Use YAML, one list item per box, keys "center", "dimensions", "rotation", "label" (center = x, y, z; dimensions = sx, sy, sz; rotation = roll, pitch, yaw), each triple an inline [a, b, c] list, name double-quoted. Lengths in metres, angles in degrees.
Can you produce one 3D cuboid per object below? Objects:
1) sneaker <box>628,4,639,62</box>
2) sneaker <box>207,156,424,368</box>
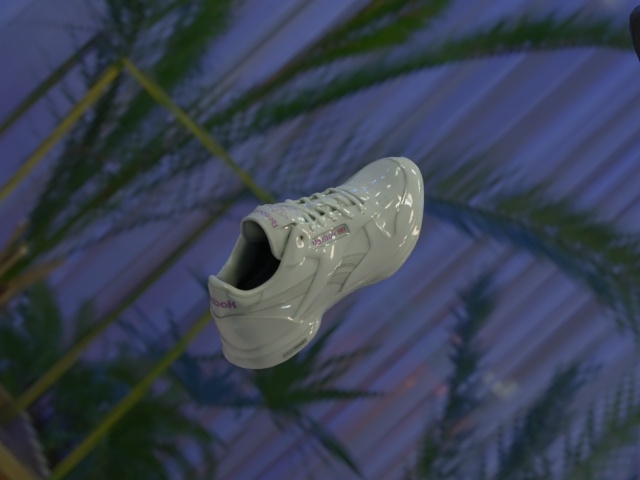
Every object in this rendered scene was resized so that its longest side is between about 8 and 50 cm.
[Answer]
- center: [0.390, -0.107, 1.404]
  dimensions: [0.314, 0.136, 0.116]
  rotation: [40, 19, 6]
  label: "sneaker"
- center: [0.000, 0.000, 1.886]
  dimensions: [0.114, 0.305, 0.152]
  rotation: [24, -31, 39]
  label: "sneaker"
